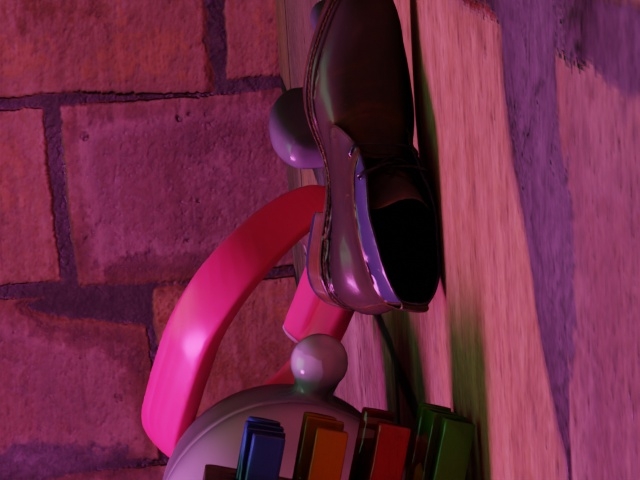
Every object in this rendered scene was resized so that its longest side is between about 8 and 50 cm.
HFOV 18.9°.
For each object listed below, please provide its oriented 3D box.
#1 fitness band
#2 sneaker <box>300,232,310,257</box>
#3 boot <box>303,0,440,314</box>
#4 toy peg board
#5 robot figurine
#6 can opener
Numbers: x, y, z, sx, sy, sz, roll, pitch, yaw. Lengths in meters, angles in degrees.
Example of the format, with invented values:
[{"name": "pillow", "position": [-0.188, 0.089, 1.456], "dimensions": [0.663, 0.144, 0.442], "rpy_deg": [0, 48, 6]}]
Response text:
[{"name": "fitness band", "position": [-0.054, 0.074, 1.603], "dimensions": [0.054, 0.209, 0.291], "rpy_deg": [43, 140, 22]}, {"name": "sneaker", "position": [0.000, 0.000, 1.902], "dimensions": [0.188, 0.066, 0.071], "rpy_deg": [-113, 18, -82]}, {"name": "boot", "position": [0.044, -0.057, 1.212], "dimensions": [0.106, 0.082, 0.219], "rpy_deg": [-161, 69, -63]}, {"name": "toy peg board", "position": [0.016, 0.129, 1.124], "dimensions": [0.161, 0.160, 0.079], "rpy_deg": [163, 119, -87]}, {"name": "robot figurine", "position": [-0.026, 0.218, 1.474], "dimensions": [0.353, 0.199, 0.300], "rpy_deg": [174, 104, -86]}, {"name": "can opener", "position": [0.009, -0.127, 1.448], "dimensions": [0.280, 0.093, 0.074], "rpy_deg": [-89, -5, -71]}]
